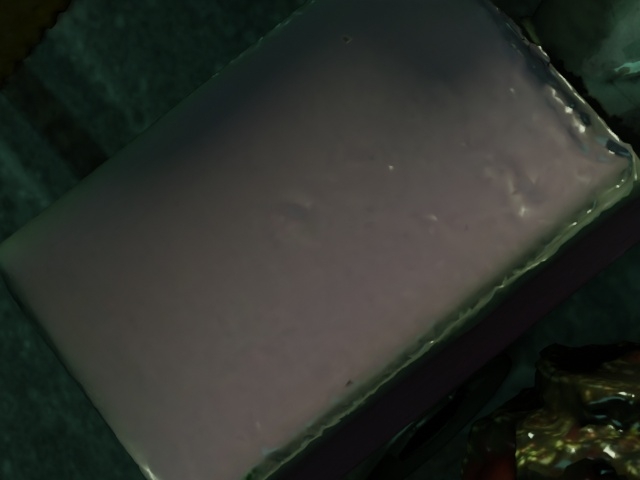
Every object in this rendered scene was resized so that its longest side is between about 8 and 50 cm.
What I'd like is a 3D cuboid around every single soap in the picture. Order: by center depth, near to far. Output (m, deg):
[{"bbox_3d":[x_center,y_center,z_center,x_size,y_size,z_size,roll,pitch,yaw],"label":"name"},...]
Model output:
[{"bbox_3d":[0.001,0.001,0.724,0.259,0.081,0.181,-40,66,-1],"label":"soap"}]

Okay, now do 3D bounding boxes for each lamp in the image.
[{"bbox_3d":[0.148,0.187,0.739,0.177,0.177,0.274,2,98,23],"label":"lamp"}]

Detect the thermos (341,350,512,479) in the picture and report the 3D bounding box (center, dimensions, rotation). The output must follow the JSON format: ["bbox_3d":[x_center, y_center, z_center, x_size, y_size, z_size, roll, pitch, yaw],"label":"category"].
[{"bbox_3d":[0.010,0.018,0.815,0.137,0.105,0.193,-42,71,-2],"label":"thermos"}]

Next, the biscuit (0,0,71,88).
[{"bbox_3d":[-0.261,-0.122,0.841,0.237,0.232,0.013,-46,50,22],"label":"biscuit"}]

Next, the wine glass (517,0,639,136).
[{"bbox_3d":[0.193,-0.141,0.696,0.111,0.111,0.204,47,113,10],"label":"wine glass"}]
